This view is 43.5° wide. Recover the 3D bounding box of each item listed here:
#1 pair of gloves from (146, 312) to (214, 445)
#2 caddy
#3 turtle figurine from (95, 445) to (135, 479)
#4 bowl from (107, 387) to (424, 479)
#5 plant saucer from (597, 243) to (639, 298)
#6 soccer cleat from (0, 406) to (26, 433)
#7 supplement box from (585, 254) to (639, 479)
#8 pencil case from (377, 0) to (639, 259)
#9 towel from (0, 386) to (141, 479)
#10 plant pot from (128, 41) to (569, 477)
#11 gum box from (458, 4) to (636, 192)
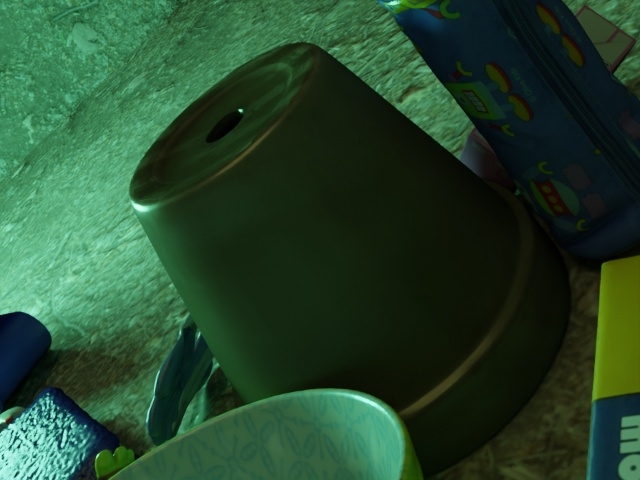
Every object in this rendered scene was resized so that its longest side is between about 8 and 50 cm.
[{"bbox_3d":[-0.131,0.132,0.809,0.198,0.023,0.159,94,-165,-71],"label":"pair of gloves"},{"bbox_3d":[-0.566,0.150,1.183,0.341,0.241,0.179,-7,38,45],"label":"caddy"},{"bbox_3d":[-0.147,0.269,0.676,0.270,0.087,0.217,-36,41,-19],"label":"turtle figurine"},{"bbox_3d":[-0.048,0.236,0.497,0.290,0.156,0.289,-25,13,6],"label":"bowl"},{"bbox_3d":[0.254,0.026,0.619,0.084,0.013,0.083,-28,31,19],"label":"plant saucer"},{"bbox_3d":[-0.438,0.296,1.016,0.196,0.068,0.076,-51,15,-21],"label":"soccer cleat"},{"bbox_3d":[0.300,0.097,0.277,0.357,0.195,0.194,-17,36,36],"label":"supplement box"},{"bbox_3d":[0.173,-0.114,0.617,0.119,0.306,0.133,-44,21,-4],"label":"pencil case"},{"bbox_3d":[-0.341,0.319,0.863,0.228,0.076,0.308,17,61,49],"label":"towel"},{"bbox_3d":[0.000,0.000,0.683,0.323,0.280,0.323,-30,29,19],"label":"plant pot"},{"bbox_3d":[0.215,-0.128,0.775,0.188,0.062,0.107,-47,-11,-12],"label":"gum box"}]
